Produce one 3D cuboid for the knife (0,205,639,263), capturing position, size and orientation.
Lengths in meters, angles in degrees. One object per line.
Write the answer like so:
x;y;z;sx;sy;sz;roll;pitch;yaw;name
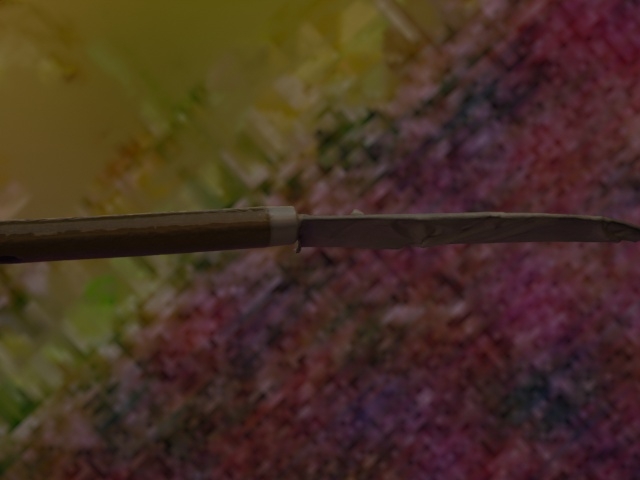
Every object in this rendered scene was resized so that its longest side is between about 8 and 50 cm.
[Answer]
0.000;-0.002;0.773;0.297;0.017;0.047;-3;-22;-9;knife
